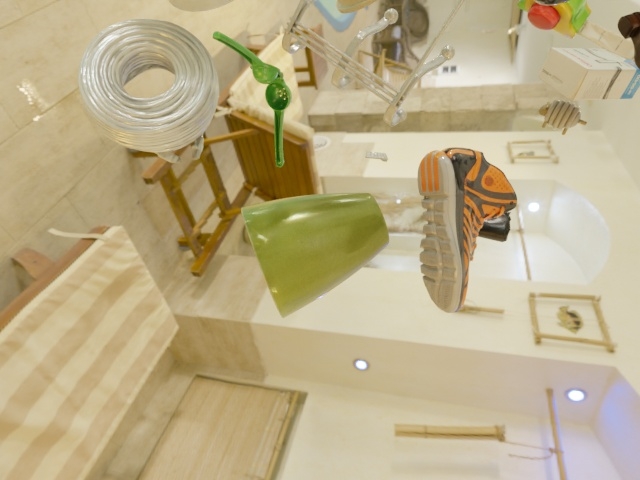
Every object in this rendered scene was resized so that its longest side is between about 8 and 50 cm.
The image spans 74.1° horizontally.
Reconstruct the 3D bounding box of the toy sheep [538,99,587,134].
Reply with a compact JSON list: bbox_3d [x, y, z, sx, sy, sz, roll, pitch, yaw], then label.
[{"bbox_3d":[0.692,-0.356,1.215,0.091,0.132,0.091,-50,156,-33],"label":"toy sheep"}]

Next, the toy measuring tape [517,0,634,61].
[{"bbox_3d":[0.561,-0.489,0.910,0.121,0.330,0.121,-51,167,-16],"label":"toy measuring tape"}]

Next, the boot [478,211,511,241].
[{"bbox_3d":[0.435,-0.041,1.224,0.246,0.207,0.094,-50,148,-48],"label":"boot"}]

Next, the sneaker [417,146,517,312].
[{"bbox_3d":[0.297,-0.021,0.831,0.124,0.180,0.321,-155,-121,-66],"label":"sneaker"}]

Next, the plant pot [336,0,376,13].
[{"bbox_3d":[0.087,-0.726,0.891,0.305,0.334,0.333,44,46,-34],"label":"plant pot"}]

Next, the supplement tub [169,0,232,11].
[{"bbox_3d":[-0.248,-0.599,0.709,0.331,0.241,0.241,65,32,-61],"label":"supplement tub"}]

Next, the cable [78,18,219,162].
[{"bbox_3d":[-0.325,-0.295,0.809,0.089,0.257,0.257,118,-13,-75],"label":"cable"}]

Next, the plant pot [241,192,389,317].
[{"bbox_3d":[0.000,0.000,1.002,0.275,0.294,0.274,159,-90,-85],"label":"plant pot"}]

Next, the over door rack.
[{"bbox_3d":[0.105,-0.365,0.601,0.108,0.239,0.324,-33,158,-52],"label":"over door rack"}]

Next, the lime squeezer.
[{"bbox_3d":[-0.109,-0.283,0.801,0.110,0.059,0.310,-50,150,-16],"label":"lime squeezer"}]

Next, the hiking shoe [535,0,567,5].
[{"bbox_3d":[0.413,-0.361,0.544,0.132,0.304,0.113,61,6,-57],"label":"hiking shoe"}]

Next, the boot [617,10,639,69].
[{"bbox_3d":[0.483,-0.282,0.573,0.037,0.114,0.106,66,6,-79],"label":"boot"}]

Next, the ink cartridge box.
[{"bbox_3d":[0.718,-0.443,1.125,0.086,0.203,0.148,100,-23,-43],"label":"ink cartridge box"}]

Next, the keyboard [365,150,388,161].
[{"bbox_3d":[0.189,-0.289,1.438,0.256,0.072,0.014,-66,168,-73],"label":"keyboard"}]
